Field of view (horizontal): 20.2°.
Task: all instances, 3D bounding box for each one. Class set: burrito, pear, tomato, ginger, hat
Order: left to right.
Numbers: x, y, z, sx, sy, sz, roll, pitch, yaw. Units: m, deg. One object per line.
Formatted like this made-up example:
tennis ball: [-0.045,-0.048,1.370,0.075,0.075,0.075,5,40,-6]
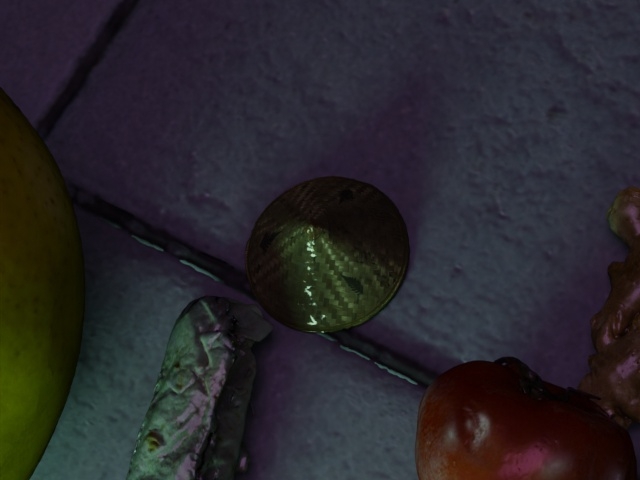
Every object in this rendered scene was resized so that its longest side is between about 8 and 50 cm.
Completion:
pear: [-0.355,0.037,1.421,0.362,0.362,0.418,-6,97,10]
burrito: [-0.113,0.188,1.462,0.096,0.066,0.309,7,69,20]
hat: [0.000,0.000,1.513,0.146,0.067,0.146,-4,67,10]
tomato: [0.144,0.173,1.359,0.187,0.187,0.151,32,100,22]
ginger: [0.265,0.062,1.438,0.176,0.052,0.193,-41,67,-12]
